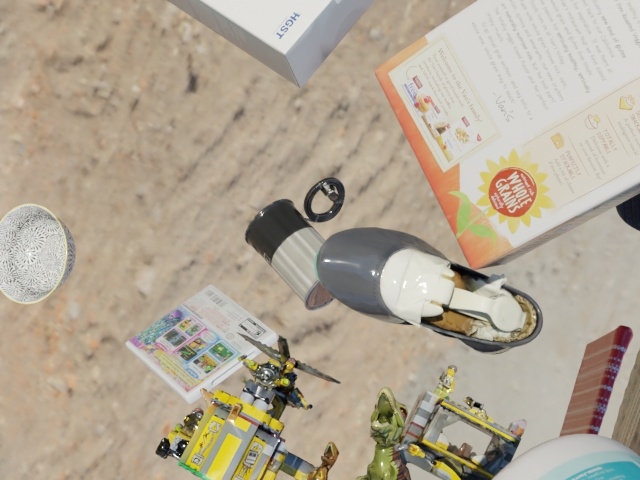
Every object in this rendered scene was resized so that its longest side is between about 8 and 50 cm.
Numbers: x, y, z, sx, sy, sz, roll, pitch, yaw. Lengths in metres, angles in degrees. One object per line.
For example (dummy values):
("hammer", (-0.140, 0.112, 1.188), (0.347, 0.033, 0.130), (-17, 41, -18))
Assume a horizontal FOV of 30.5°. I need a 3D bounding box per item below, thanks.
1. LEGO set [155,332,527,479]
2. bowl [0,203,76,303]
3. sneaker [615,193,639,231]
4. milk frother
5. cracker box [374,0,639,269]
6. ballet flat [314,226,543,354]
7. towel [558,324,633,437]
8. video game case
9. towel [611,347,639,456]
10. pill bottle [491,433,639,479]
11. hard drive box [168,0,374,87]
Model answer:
("LEGO set", (0.049, 0.167, 0.982), (0.192, 0.331, 0.255), (-62, 170, -13))
("bowl", (-0.472, 0.024, 2.001), (0.080, 0.170, 0.170), (7, 107, -61))
("sneaker", (0.350, -0.037, 1.098), (0.059, 0.144, 0.053), (-57, 143, -58))
("milk frother", (0.000, 0.000, 1.573), (0.143, 0.135, 0.129), (-47, 156, 9))
("cracker box", (0.170, -0.101, 0.758), (0.232, 0.156, 0.067), (-30, 168, 28))
("ballet flat", (0.092, 0.039, 0.884), (0.203, 0.074, 0.074), (23, 94, -33))
("towel", (0.389, 0.263, 1.718), (0.199, 0.031, 0.275), (91, 18, -78))
("video game case", (-0.155, 0.130, 1.516), (0.143, 0.157, 0.019), (-35, 131, -21))
("towel", (0.316, 0.092, 0.922), (0.312, 0.056, 0.324), (-63, 169, -81))
("pill bottle", (0.196, 0.228, 0.634), (0.146, 0.264, 0.146), (-11, 117, -23))
("hard drive box", (-0.062, -0.322, 1.407), (0.181, 0.232, 0.089), (-52, 159, -9))
